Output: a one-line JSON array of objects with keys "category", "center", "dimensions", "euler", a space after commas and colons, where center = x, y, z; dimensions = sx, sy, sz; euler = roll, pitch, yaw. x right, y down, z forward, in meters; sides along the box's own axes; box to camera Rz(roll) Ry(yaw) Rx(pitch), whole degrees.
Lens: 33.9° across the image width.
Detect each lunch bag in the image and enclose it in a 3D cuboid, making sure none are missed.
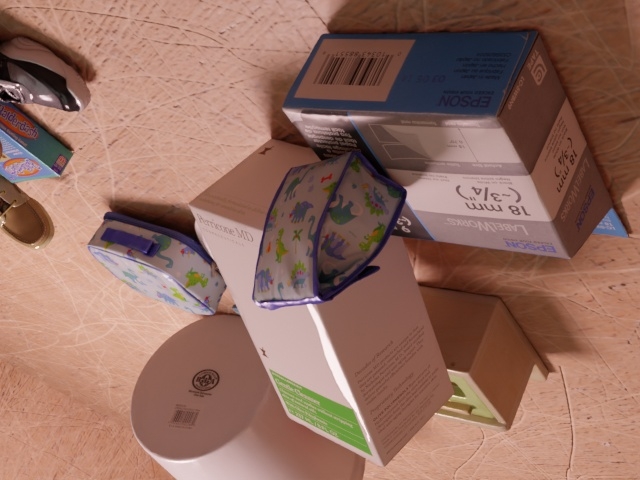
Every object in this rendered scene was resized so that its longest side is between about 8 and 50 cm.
[{"category": "lunch bag", "center": [0.000, 0.000, 1.043], "dimensions": [0.096, 0.151, 0.128], "euler": [37, 156, -22]}, {"category": "lunch bag", "center": [-0.265, 0.036, 1.722], "dimensions": [0.219, 0.090, 0.176], "euler": [14, 158, 37]}]

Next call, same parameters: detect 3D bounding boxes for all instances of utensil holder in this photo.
[{"category": "utensil holder", "center": [-0.135, 0.366, 2.028], "dimensions": [0.327, 0.328, 0.385], "euler": [8, 149, 35]}]

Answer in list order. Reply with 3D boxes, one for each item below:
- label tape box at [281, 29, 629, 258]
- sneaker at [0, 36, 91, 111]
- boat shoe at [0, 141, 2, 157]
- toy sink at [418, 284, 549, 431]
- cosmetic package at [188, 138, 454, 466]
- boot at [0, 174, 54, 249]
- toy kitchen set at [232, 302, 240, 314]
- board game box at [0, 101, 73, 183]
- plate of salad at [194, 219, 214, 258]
[{"category": "label tape box", "center": [0.150, -0.065, 1.077], "dimensions": [0.240, 0.106, 0.334], "euler": [8, 151, 37]}, {"category": "sneaker", "center": [-0.438, -0.191, 1.342], "dimensions": [0.268, 0.153, 0.101], "euler": [24, 157, 4]}, {"category": "boat shoe", "center": [-0.587, -0.210, 1.419], "dimensions": [0.123, 0.123, 0.342], "euler": [-14, 118, 52]}, {"category": "toy sink", "center": [0.209, 0.184, 1.515], "dimensions": [0.152, 0.131, 0.234], "euler": [8, 152, 36]}, {"category": "cosmetic package", "center": [0.010, 0.075, 1.294], "dimensions": [0.197, 0.155, 0.366], "euler": [17, 140, 47]}, {"category": "boot", "center": [-0.532, -0.075, 1.678], "dimensions": [0.213, 0.077, 0.165], "euler": [43, 179, 16]}, {"category": "toy kitchen set", "center": [-0.026, 0.150, 1.692], "dimensions": [0.207, 0.122, 0.166], "euler": [-4, 143, 49]}, {"category": "board game box", "center": [-0.499, -0.169, 1.585], "dimensions": [0.160, 0.047, 0.210], "euler": [-2, 144, 47]}, {"category": "plate of salad", "center": [-0.102, 0.020, 1.590], "dimensions": [0.199, 0.048, 0.200], "euler": [27, 151, 16]}]
